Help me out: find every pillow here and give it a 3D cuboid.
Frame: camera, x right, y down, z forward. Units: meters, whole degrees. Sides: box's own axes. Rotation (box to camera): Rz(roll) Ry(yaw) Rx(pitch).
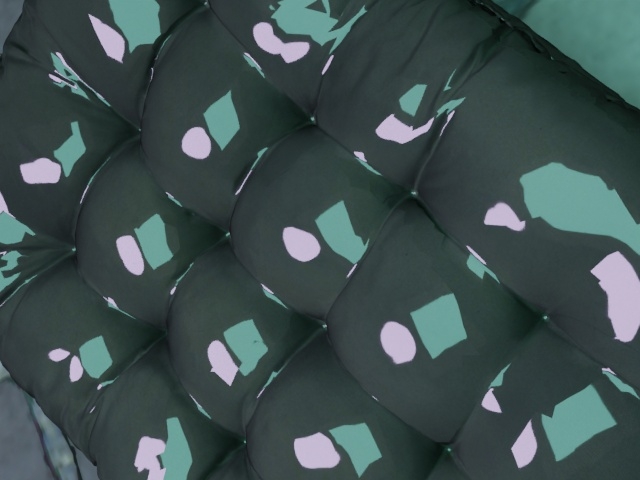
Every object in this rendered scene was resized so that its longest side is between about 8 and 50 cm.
[{"bbox_3d":[0.000,0.000,0.408,0.326,0.101,0.228,44,108,27],"label":"pillow"}]
